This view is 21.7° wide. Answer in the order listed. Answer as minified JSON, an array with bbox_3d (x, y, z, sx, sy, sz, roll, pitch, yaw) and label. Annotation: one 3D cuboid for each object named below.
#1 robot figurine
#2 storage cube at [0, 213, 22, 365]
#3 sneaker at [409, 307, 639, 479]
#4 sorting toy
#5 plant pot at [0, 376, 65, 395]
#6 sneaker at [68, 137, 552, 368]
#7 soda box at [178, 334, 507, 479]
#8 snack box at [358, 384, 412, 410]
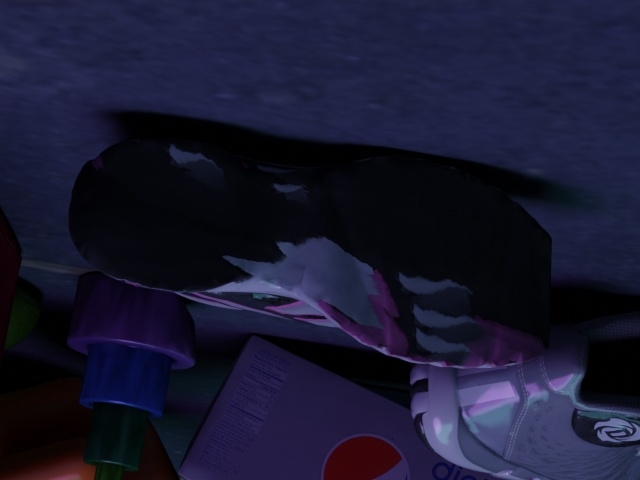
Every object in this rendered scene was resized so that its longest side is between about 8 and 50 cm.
[{"bbox_3d":[-0.135,0.168,0.960,0.158,0.128,0.219,27,150,32],"label":"robot figurine"},{"bbox_3d":[-0.241,0.063,0.697,0.184,0.193,0.215,8,164,0],"label":"storage cube"},{"bbox_3d":[0.156,0.086,0.791,0.132,0.086,0.229,-15,158,37],"label":"sneaker"},{"bbox_3d":[-0.242,0.077,0.874,0.366,0.126,0.127,3,164,18],"label":"sorting toy"},{"bbox_3d":[-0.240,0.228,1.126,0.248,0.252,0.247,-7,128,43],"label":"plant pot"},{"bbox_3d":[0.000,0.000,0.616,0.178,0.072,0.077,17,176,-2],"label":"sneaker"},{"bbox_3d":[0.069,0.160,0.927,0.286,0.091,0.098,25,165,8],"label":"soda box"},{"bbox_3d":[0.113,0.200,1.022,0.322,0.187,0.060,9,164,-7],"label":"snack box"}]
